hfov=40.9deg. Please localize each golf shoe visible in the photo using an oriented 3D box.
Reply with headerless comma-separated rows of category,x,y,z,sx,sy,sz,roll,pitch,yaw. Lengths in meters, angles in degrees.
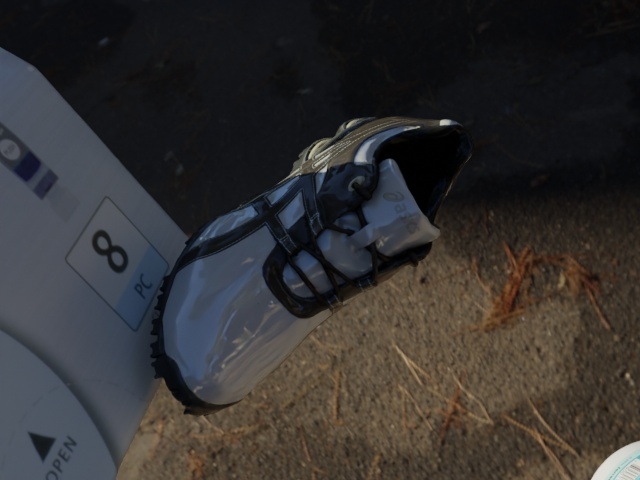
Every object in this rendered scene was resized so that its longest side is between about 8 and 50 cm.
golf shoe,0.000,0.000,0.411,0.094,0.077,0.198,-10,36,54

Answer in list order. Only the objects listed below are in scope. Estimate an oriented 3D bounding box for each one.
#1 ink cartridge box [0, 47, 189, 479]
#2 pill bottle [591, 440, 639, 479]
ink cartridge box,-0.224,-0.010,0.295,0.091,0.385,0.308,-21,31,30
pill bottle,0.317,0.246,0.651,0.146,0.146,0.264,-37,3,-6
